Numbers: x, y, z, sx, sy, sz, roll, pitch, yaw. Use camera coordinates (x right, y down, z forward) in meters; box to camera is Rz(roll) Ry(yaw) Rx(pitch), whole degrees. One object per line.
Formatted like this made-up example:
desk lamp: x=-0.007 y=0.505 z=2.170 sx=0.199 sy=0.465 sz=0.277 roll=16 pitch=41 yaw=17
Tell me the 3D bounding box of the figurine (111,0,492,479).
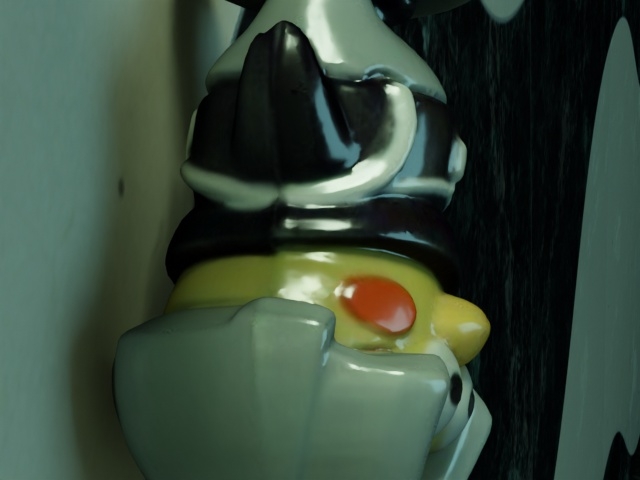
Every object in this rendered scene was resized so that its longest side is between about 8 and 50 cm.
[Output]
figurine: x=0.000 y=0.000 z=0.708 sx=0.176 sy=0.133 sz=0.236 roll=44 pitch=48 yaw=-69
